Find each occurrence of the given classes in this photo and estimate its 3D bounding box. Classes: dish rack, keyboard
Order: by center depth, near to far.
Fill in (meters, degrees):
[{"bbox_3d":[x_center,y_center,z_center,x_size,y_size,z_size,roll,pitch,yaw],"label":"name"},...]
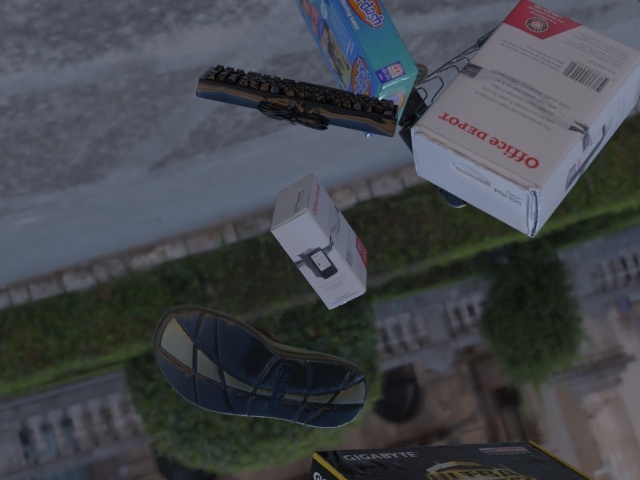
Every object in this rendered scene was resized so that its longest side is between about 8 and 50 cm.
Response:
[{"bbox_3d":[-0.019,-0.127,1.092,0.180,0.023,0.108,11,-157,2],"label":"keyboard"},{"bbox_3d":[0.230,-0.175,1.683,0.271,0.208,0.074,-31,-173,40],"label":"dish rack"}]

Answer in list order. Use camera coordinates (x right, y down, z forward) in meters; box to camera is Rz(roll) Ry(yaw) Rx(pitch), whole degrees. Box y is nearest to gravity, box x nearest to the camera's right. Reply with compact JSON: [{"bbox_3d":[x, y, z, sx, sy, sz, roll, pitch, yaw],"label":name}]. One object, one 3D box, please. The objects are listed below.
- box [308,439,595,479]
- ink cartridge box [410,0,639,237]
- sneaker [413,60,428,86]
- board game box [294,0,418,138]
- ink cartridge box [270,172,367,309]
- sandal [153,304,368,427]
[{"bbox_3d":[0.183,0.308,1.342,0.322,0.079,0.257,3,-165,-31],"label":"box"},{"bbox_3d":[0.223,-0.133,1.307,0.218,0.158,0.092,-48,154,-22],"label":"ink cartridge box"},{"bbox_3d":[0.074,-0.221,1.565,0.118,0.042,0.067,-6,-151,-38],"label":"sneaker"},{"bbox_3d":[0.032,-0.237,1.357,0.047,0.210,0.160,-24,169,-11],"label":"board game box"},{"bbox_3d":[0.000,0.000,1.662,0.063,0.150,0.109,-27,-155,19],"label":"ink cartridge box"},{"bbox_3d":[-0.081,0.164,1.548,0.302,0.120,0.086,23,-171,-28],"label":"sandal"}]
